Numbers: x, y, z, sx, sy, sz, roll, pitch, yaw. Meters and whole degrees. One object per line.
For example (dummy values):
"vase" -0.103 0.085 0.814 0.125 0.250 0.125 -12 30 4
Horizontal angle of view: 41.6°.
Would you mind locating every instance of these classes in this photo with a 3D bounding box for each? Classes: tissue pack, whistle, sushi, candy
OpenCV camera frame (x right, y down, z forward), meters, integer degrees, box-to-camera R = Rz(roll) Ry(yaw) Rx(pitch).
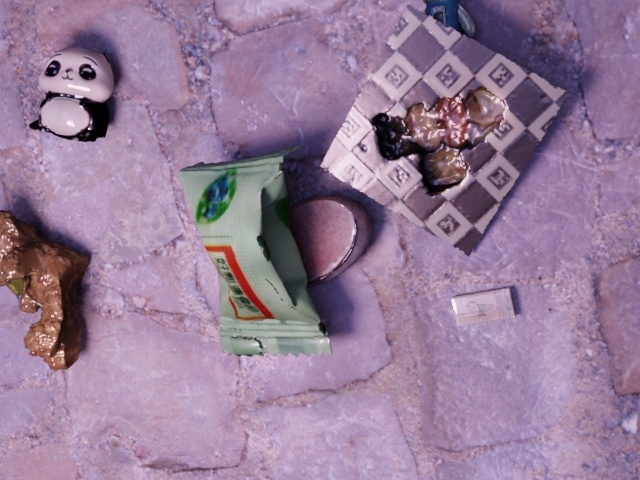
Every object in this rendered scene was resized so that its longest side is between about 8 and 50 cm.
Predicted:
"tissue pack" 0.296 0.120 1.528 0.108 0.023 0.056 -12 92 18
"whistle" 0.218 -0.393 1.479 0.113 0.077 0.236 -5 100 22
"sushi" 0.212 -0.196 1.498 0.320 0.069 0.339 29 113 3
"candy" -0.118 0.036 1.542 0.262 0.172 0.398 4 116 40

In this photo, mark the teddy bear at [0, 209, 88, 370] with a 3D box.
"teddy bear" -0.594 0.098 1.688 0.222 0.246 0.296 5 67 -2

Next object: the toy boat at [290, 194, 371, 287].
"toy boat" 0.000 0.000 1.587 0.227 0.085 0.155 -30 78 28

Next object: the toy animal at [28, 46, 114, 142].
"toy animal" -0.492 -0.293 1.662 0.165 0.138 0.179 12 104 -1
